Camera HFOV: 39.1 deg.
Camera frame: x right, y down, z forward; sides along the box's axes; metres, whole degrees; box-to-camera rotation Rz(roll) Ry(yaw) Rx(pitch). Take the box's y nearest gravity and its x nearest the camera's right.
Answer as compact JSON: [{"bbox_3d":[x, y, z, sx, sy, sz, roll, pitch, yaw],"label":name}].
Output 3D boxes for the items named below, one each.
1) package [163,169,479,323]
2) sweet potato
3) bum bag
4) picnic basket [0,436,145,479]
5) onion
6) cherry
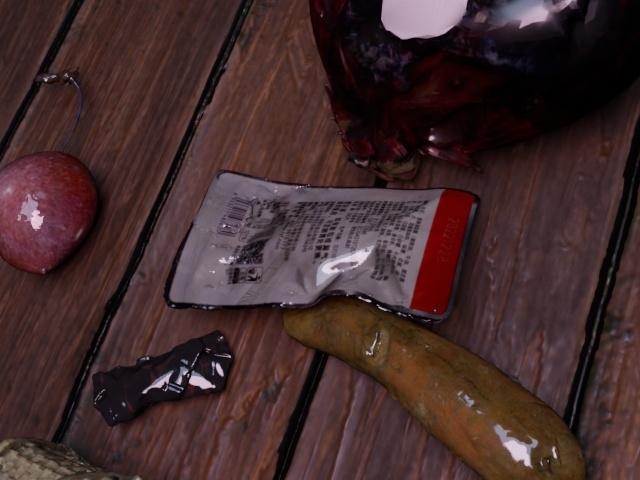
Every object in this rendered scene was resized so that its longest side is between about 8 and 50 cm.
[{"bbox_3d":[0.000,0.000,0.732,0.239,0.030,0.154,2,46,20],"label":"package"},{"bbox_3d":[0.079,0.104,0.669,0.273,0.075,0.075,32,80,29],"label":"sweet potato"},{"bbox_3d":[-0.131,0.115,0.747,0.125,0.034,0.057,-20,54,8],"label":"bum bag"},{"bbox_3d":[-0.159,0.242,0.646,0.196,0.134,0.154,19,77,24],"label":"picnic basket"},{"bbox_3d":[0.125,-0.183,0.704,0.281,0.221,0.280,2,97,14],"label":"onion"},{"bbox_3d":[-0.262,-0.064,0.843,0.107,0.090,0.225,-28,51,22],"label":"cherry"}]
